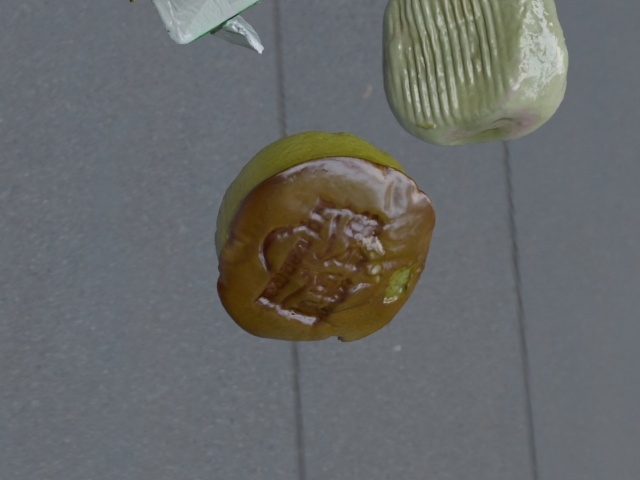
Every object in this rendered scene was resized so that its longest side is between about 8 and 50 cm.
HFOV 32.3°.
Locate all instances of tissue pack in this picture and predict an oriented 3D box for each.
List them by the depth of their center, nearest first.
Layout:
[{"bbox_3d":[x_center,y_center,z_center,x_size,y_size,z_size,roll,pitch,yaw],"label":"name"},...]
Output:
[{"bbox_3d":[-0.137,-0.317,1.383,0.148,0.209,0.156,-29,116,-1],"label":"tissue pack"}]

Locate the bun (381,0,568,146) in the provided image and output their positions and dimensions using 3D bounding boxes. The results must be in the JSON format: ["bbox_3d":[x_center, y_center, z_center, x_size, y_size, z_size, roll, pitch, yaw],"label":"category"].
[{"bbox_3d":[0.263,-0.324,1.874,0.213,0.361,0.361,0,79,-56],"label":"bun"}]

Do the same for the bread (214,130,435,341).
[{"bbox_3d":[0.000,0.000,1.308,0.270,0.270,0.148,30,20,-31],"label":"bread"}]

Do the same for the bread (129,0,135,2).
[{"bbox_3d":[-0.253,-0.356,1.219,0.166,0.384,0.112,-45,132,-26],"label":"bread"}]
